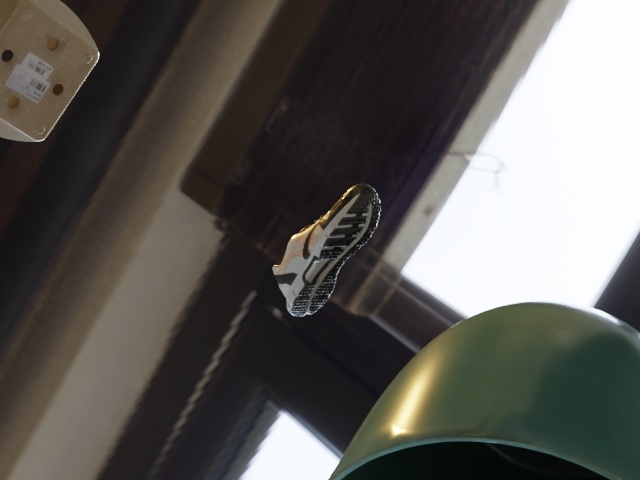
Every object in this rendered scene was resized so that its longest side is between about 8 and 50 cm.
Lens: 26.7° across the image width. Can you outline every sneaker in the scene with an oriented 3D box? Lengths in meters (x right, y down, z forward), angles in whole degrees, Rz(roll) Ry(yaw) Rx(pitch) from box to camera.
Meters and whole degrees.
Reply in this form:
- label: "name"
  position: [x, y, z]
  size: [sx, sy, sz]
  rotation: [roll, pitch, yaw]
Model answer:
- label: "sneaker"
  position: [0.000, 0.000, 0.910]
  size: [0.040, 0.043, 0.109]
  rotation: [6, -51, -44]

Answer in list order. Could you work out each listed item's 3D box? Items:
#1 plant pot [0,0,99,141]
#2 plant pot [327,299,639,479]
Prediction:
- label: "plant pot"
  position: [-0.213, -0.127, 0.899]
  size: [0.109, 0.096, 0.109]
  rotation: [35, -93, -47]
- label: "plant pot"
  position: [0.160, 0.182, 0.995]
  size: [0.235, 0.293, 0.293]
  rotation: [-60, -30, -52]
